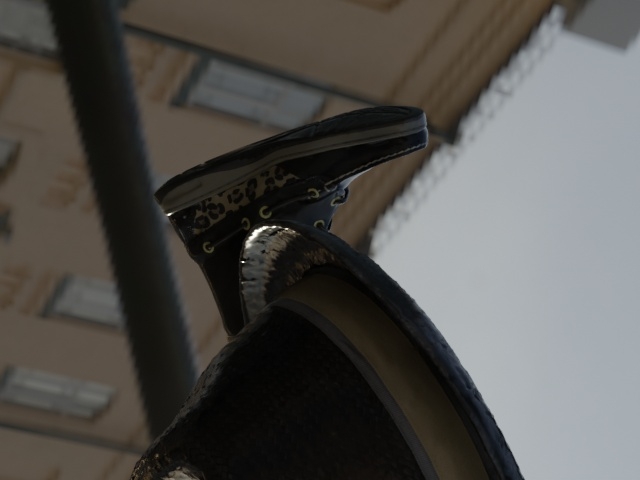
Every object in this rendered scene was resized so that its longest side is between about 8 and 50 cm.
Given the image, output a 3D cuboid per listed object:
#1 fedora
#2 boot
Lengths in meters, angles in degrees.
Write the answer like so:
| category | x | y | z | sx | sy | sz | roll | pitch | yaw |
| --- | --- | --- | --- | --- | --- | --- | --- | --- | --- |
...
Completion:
| category | x | y | z | sx | sy | sz | roll | pitch | yaw |
| --- | --- | --- | --- | --- | --- | --- | --- | --- | --- |
| fedora | -0.009 | 0.158 | 1.068 | 0.334 | 0.152 | 0.334 | 48 | -24 | 30 |
| boot | 0.000 | 0.000 | 1.527 | 0.179 | 0.236 | 0.085 | 70 | 21 | -9 |
